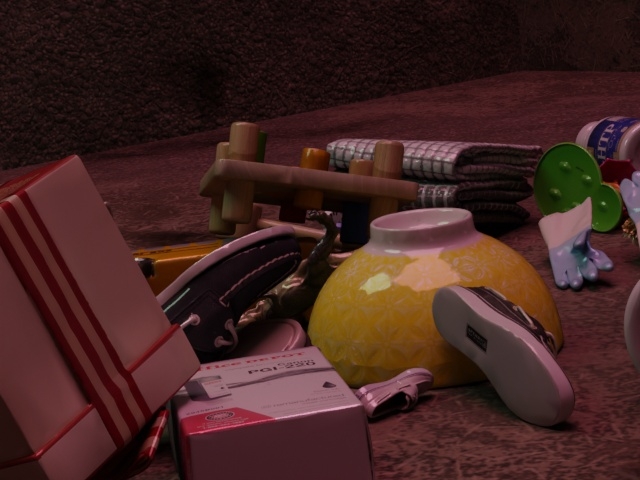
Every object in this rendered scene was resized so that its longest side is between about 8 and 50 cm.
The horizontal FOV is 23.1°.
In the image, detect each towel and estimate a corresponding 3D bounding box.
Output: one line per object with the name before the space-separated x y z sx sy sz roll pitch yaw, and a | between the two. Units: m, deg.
towel | 0.172 -0.090 2.359 0.235 0.121 0.284 5 4 35

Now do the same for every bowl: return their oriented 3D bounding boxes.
bowl | 0.119 0.051 1.742 0.289 0.156 0.289 -7 12 1

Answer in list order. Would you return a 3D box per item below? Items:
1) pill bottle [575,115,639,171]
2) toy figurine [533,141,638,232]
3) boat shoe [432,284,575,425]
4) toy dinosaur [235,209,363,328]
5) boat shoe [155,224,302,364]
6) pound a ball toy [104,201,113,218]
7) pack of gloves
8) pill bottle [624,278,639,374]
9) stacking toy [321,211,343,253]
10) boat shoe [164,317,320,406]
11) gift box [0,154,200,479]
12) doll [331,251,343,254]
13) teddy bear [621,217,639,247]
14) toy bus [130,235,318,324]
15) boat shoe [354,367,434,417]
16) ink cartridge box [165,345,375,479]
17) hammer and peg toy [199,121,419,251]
pill bottle | 0.511 -0.153 2.638 0.112 0.112 0.187 -10 11 -18
toy figurine | 0.435 -0.075 2.351 0.159 0.130 0.173 -4 29 -41
boat shoe | 0.193 0.102 1.530 0.070 0.077 0.219 -7 32 -27
toy dinosaur | -0.013 0.028 1.876 0.268 0.118 0.064 -26 15 3
boat shoe | -0.135 0.095 1.541 0.302 0.091 0.114 -33 -19 -5
pound a ball toy | -0.435 0.010 2.328 0.319 0.135 0.208 -6 11 6
pack of gloves | 0.375 -0.031 2.024 0.195 0.046 0.232 -29 22 13
pill bottle | 0.417 0.060 1.523 0.153 0.153 0.265 2 13 36
stacking toy | 0.000 0.000 2.331 0.221 0.052 0.167 -15 14 -35
boat shoe | -0.122 0.141 1.649 0.335 0.095 0.112 -1 40 46
gift box | -0.294 0.118 1.325 0.255 0.258 0.276 -17 17 39
doll | 0.044 0.054 2.039 0.129 0.046 0.189 4 10 -7
teddy bear | 0.542 -0.080 2.092 0.338 0.113 0.245 -30 17 -22
toy bus | -0.163 0.062 1.974 0.333 0.108 0.130 -7 8 -2
boat shoe | 0.080 0.156 1.564 0.100 0.035 0.035 -11 39 -38
ink cartridge box | -0.052 0.171 1.404 0.159 0.092 0.218 -9 10 -10
hammer and peg toy | -0.023 -0.063 2.060 0.266 0.127 0.361 6 -5 -8
